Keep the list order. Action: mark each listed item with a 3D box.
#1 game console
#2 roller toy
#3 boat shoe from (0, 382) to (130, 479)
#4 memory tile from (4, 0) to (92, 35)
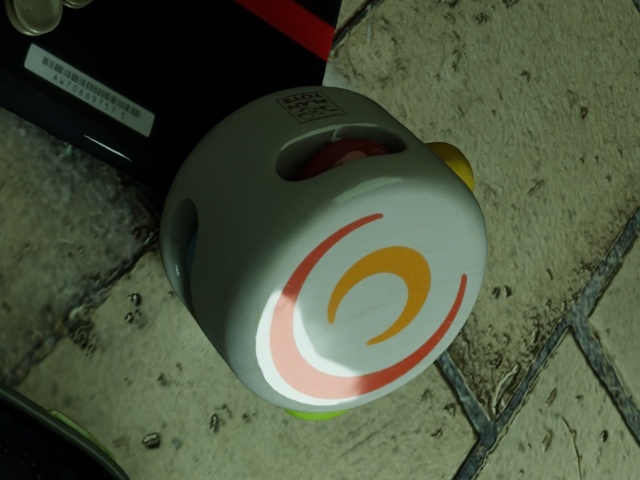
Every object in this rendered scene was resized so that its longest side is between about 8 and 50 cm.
[{"bbox_3d":[-0.133,-0.220,1.081,0.386,0.060,0.342,29,66,-37],"label":"game console"},{"bbox_3d":[0.000,0.000,1.044,0.209,0.146,0.191,-49,134,6],"label":"roller toy"},{"bbox_3d":[-0.232,0.103,0.858,0.305,0.091,0.109,32,58,-37],"label":"boat shoe"},{"bbox_3d":[-0.165,-0.207,1.001,0.148,0.012,0.113,-48,117,-36],"label":"memory tile"}]
